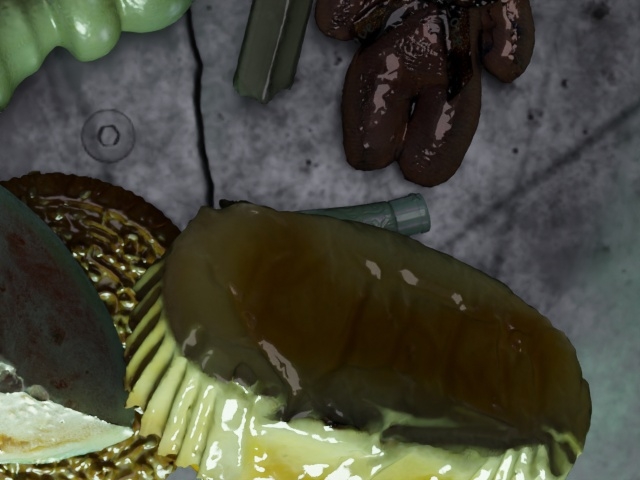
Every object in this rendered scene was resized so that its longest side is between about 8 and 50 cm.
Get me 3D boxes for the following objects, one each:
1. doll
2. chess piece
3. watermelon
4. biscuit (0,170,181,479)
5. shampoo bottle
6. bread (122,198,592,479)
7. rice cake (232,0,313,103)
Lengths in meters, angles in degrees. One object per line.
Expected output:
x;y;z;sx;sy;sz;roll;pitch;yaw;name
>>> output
0.102;-0.196;1.598;0.201;0.156;0.303;10;93;-10;doll
-0.223;-0.197;1.581;0.251;0.144;0.144;-23;92;-12;chess piece
-0.319;0.064;1.516;0.175;0.188;0.322;-30;133;32;watermelon
-0.230;0.093;1.616;0.305;0.038;0.305;0;89;-6;biscuit
0.000;0.000;1.638;0.190;0.041;0.069;-14;82;-6;shampoo bottle
0.025;0.118;1.548;0.388;0.183;0.236;23;60;-12;bread
-0.023;-0.241;1.602;0.052;0.057;0.256;14;96;0;rice cake
